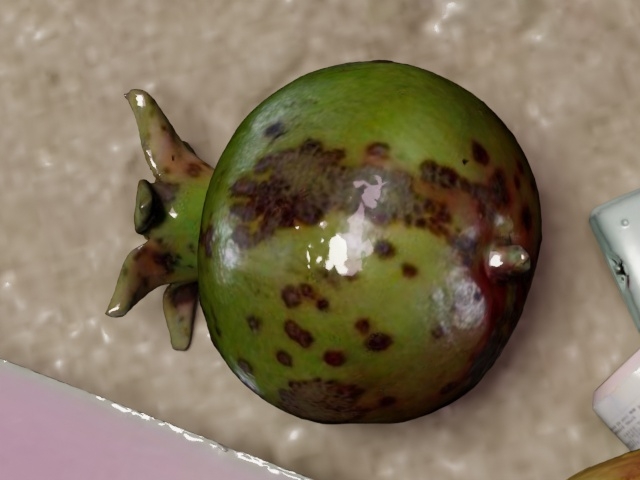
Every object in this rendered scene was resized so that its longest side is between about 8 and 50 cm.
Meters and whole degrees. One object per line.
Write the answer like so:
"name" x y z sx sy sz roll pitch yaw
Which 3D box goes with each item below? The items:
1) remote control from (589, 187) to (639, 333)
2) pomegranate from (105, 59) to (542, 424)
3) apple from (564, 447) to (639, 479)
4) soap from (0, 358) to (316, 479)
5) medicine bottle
"remote control" 0.195 -0.018 0.684 0.162 0.029 0.061 -23 74 0
"pomegranate" -0.001 0.000 0.646 0.169 0.148 0.148 1 77 13
"apple" 0.119 0.189 0.588 0.120 0.193 0.265 11 96 43
"soap" -0.140 0.134 0.621 0.259 0.081 0.181 19 50 9
"medicine bottle" 0.153 0.077 0.654 0.052 0.052 0.089 -43 81 -5
